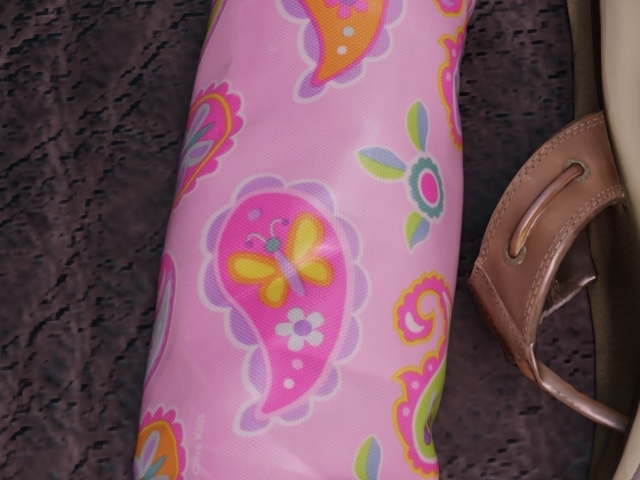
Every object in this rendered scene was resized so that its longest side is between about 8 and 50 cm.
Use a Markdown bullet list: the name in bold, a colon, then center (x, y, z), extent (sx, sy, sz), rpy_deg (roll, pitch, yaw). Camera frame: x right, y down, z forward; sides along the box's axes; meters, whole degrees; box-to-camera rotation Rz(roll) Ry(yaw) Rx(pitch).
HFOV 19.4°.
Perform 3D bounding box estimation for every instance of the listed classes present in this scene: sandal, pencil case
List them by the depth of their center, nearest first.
- **sandal**: center (0.099, -0.004, 0.743), extent (0.086, 0.120, 0.302), rpy_deg (2, 59, -3)
- **pencil case**: center (0.000, 0.000, 0.752), extent (0.124, 0.124, 0.284), rpy_deg (3, 70, 7)
